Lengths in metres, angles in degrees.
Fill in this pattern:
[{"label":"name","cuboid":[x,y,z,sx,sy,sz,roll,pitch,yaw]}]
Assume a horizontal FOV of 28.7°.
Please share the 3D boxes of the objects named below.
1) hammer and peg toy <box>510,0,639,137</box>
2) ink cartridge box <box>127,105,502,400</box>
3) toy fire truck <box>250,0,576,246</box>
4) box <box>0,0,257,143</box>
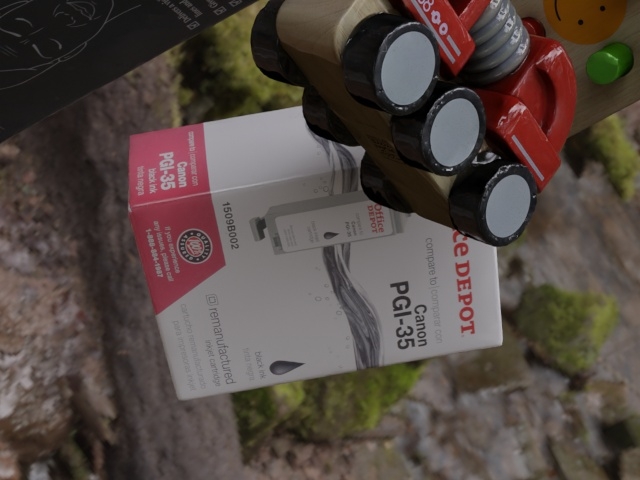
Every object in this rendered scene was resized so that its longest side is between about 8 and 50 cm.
[{"label":"hammer and peg toy","cuboid":[0.249,-0.249,1.407,0.266,0.361,0.127,61,35,-3]},{"label":"ink cartridge box","cuboid":[0.000,0.000,1.033,0.117,0.283,0.207,-101,-179,-56]},{"label":"toy fire truck","cuboid":[0.091,-0.156,0.837,0.246,0.158,0.217,-54,132,-12]},{"label":"box","cuboid":[-0.265,-0.295,1.172,0.212,0.395,0.293,68,13,19]}]
